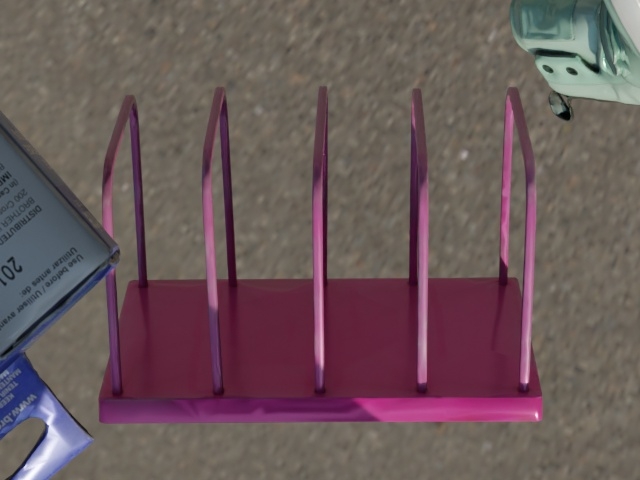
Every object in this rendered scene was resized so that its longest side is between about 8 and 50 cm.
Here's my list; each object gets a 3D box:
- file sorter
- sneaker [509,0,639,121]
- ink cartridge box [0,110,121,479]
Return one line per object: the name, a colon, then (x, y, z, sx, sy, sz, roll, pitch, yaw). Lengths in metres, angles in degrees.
file sorter: (0.000, 0.000, 1.346, 0.290, 0.202, 0.182, 0, 112, 1)
sneaker: (0.165, -0.128, 1.152, 0.151, 0.094, 0.256, 8, 169, 27)
ink cartridge box: (-0.293, -0.003, 1.070, 0.270, 0.151, 0.395, -41, 92, -2)
